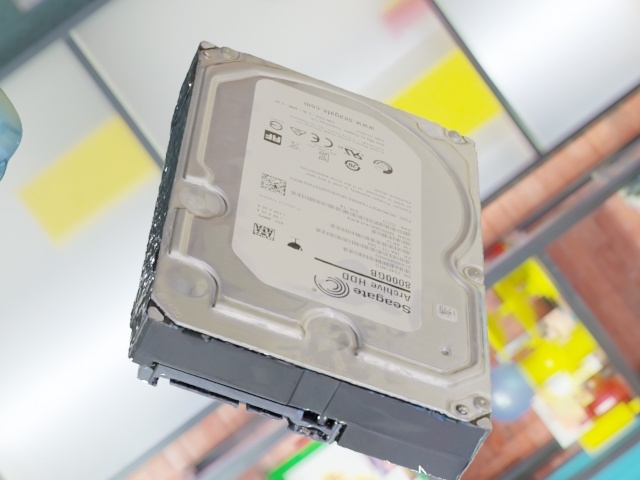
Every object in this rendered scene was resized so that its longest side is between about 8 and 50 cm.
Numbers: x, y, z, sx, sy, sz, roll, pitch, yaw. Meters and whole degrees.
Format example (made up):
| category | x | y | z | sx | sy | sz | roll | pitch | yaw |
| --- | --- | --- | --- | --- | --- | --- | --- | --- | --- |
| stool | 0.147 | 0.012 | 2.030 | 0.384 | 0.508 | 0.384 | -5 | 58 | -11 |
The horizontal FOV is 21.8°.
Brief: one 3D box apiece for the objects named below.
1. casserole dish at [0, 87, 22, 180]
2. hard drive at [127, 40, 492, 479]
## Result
| category | x | y | z | sx | sy | sz | roll | pitch | yaw |
| --- | --- | --- | --- | --- | --- | --- | --- | --- | --- |
| casserole dish | -0.309 | -0.107 | 1.257 | 0.188 | 0.114 | 0.037 | 48 | 174 | 19 |
| hard drive | 0.000 | 0.000 | 1.162 | 0.236 | 0.064 | 0.339 | 20 | -144 | -10 |
